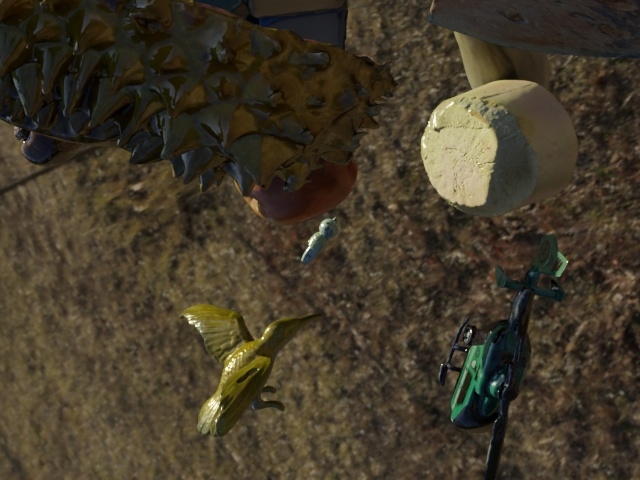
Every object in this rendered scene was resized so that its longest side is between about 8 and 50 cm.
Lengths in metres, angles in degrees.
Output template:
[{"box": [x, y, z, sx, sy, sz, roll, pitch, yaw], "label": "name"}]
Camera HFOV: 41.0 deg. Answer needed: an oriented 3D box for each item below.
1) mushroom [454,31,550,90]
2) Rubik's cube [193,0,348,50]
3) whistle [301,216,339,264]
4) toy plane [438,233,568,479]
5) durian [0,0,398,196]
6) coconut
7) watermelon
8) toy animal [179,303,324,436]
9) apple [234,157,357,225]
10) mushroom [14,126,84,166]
[{"box": [0.332, -0.353, 1.577, 0.154, 0.138, 0.407, -12, 151, 18], "label": "mushroom"}, {"box": [-0.158, -0.369, 1.045, 0.347, 0.344, 0.347, 90, 173, -68], "label": "Rubik's cube"}, {"box": [0.000, 0.000, 1.510, 0.035, 0.035, 0.100, 41, 104, 19], "label": "whistle"}, {"box": [0.271, 0.161, 1.257, 0.106, 0.155, 0.382, 14, 110, -11], "label": "toy plane"}, {"box": [-0.100, -0.090, 0.518, 0.191, 0.341, 0.112, 37, 114, 61], "label": "durian"}, {"box": [0.324, -0.168, 1.521, 0.239, 0.244, 0.239, 23, 122, 42], "label": "coconut"}, {"box": [0.184, -0.244, 0.666, 0.318, 0.226, 0.148, 16, 93, 57], "label": "watermelon"}, {"box": [-0.064, 0.127, 0.876, 0.219, 0.155, 0.095, -138, 36, -56], "label": "toy animal"}, {"box": [-0.045, -0.112, 1.322, 0.199, 0.199, 0.199, 24, 129, 33], "label": "apple"}, {"box": [-0.412, -0.170, 1.336, 0.087, 0.127, 0.127, 53, 140, -4], "label": "mushroom"}]
